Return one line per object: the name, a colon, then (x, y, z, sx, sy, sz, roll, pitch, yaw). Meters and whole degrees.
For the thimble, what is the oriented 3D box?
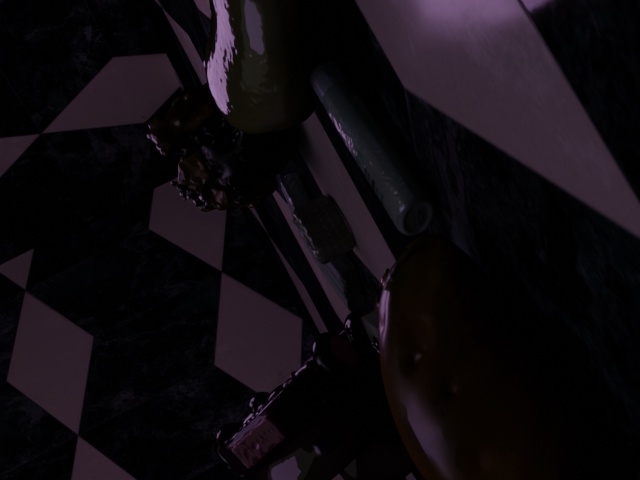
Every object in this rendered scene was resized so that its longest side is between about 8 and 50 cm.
thimble: (0.002, -0.018, 1.546, 0.110, 0.062, 0.084, 55, 171, 52)

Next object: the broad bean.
broad bean: (-0.067, -0.209, 1.060, 0.263, 0.121, 0.189, 80, 171, -60)

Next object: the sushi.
sushi: (-0.131, -0.137, 1.540, 0.204, 0.200, 0.213, 58, -177, -35)

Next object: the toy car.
toy car: (0.026, 0.273, 1.509, 0.240, 0.271, 0.341, 48, -151, 5)

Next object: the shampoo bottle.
shampoo bottle: (0.046, -0.094, 0.982, 0.190, 0.041, 0.069, 60, 178, 26)

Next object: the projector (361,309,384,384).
projector: (0.140, 0.218, 1.335, 0.257, 0.079, 0.259, 63, 175, -6)

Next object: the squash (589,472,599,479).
squash: (0.211, 0.212, 0.873, 0.052, 0.052, 0.183, 66, 171, -27)

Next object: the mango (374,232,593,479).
mango: (0.125, 0.113, 0.839, 0.156, 0.151, 0.248, -35, 68, 47)

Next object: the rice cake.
rice cake: (0.000, 0.000, 1.731, 0.237, 0.043, 0.127, 57, 170, 36)
